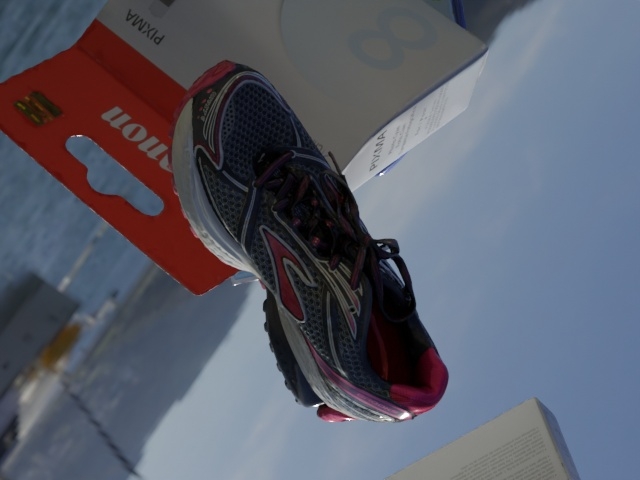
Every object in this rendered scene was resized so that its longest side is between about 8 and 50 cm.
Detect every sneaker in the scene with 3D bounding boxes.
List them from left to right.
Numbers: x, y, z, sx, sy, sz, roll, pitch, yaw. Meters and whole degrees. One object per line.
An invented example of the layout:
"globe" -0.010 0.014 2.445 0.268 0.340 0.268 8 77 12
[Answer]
"sneaker" 0.000 0.000 1.104 0.112 0.299 0.121 -3 -146 51

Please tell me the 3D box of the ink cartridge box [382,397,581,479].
"ink cartridge box" 0.142 0.317 1.513 0.275 0.060 0.239 -31 -136 15

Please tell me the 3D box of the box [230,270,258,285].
"box" -0.071 -0.027 2.081 0.114 0.103 0.203 -12 -164 6

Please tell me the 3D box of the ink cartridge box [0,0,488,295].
"ink cartridge box" -0.080 -0.155 1.419 0.385 0.308 0.091 -36 155 -35

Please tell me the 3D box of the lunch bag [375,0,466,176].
"lunch bag" 0.073 -0.180 1.648 0.219 0.090 0.176 -47 -139 48
